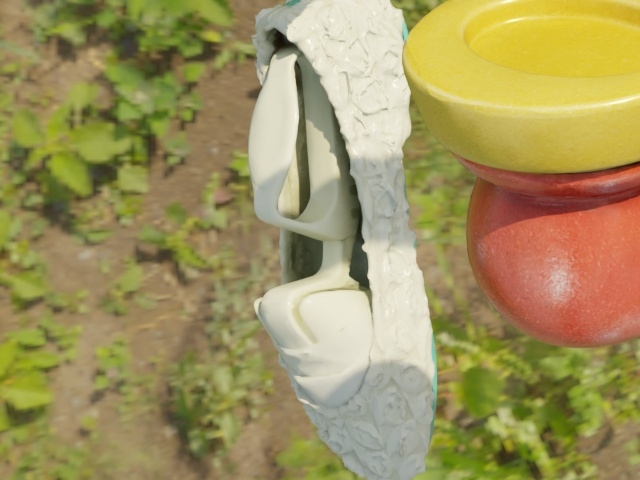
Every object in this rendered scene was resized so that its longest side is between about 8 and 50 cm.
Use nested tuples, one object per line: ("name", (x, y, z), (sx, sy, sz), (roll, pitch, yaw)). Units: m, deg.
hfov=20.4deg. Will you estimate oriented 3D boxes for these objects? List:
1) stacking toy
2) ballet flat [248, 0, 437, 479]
("stacking toy", (0.219, -0.031, 0.648), (0.309, 0.279, 0.130), (21, 132, 41))
("ballet flat", (0.000, 0.000, 1.402), (0.147, 0.147, 0.408), (-2, 95, 27))
